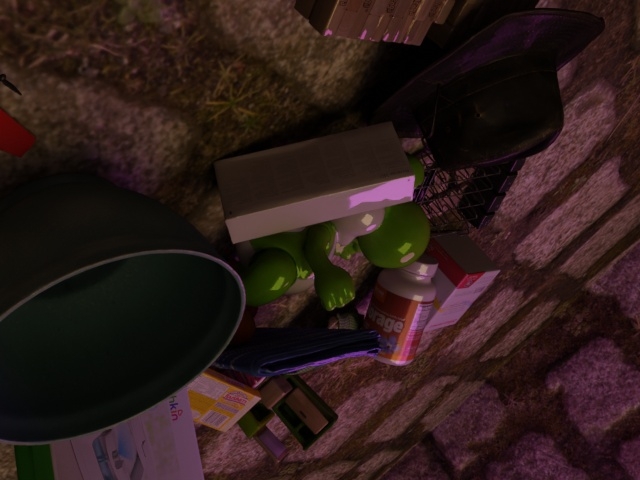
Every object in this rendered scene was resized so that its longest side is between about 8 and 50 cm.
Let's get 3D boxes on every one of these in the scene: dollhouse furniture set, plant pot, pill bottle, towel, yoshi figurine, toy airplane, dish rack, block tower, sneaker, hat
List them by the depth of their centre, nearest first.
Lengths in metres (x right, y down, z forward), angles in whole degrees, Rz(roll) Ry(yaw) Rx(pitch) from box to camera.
[{"bbox_3d":[-0.338,-0.098,0.561,0.151,0.028,0.151,-25,145,-19],"label":"toy airplane"},{"bbox_3d":[-0.257,0.052,0.679,0.293,0.196,0.293,-26,147,-19],"label":"plant pot"},{"bbox_3d":[0.123,-0.287,0.726,0.335,0.091,0.097,-8,139,-41],"label":"block tower"},{"bbox_3d":[0.233,-0.166,0.840,0.331,0.134,0.331,-16,169,-3],"label":"hat"},{"bbox_3d":[0.016,0.023,0.909,0.362,0.203,0.203,-35,150,3],"label":"yoshi figurine"},{"bbox_3d":[-0.102,0.166,0.942,0.243,0.040,0.336,-3,177,-43],"label":"towel"},{"bbox_3d":[0.208,-0.081,1.060,0.271,0.074,0.208,-12,143,-22],"label":"dish rack"},{"bbox_3d":[-0.172,0.295,1.223,0.170,0.063,0.075,-36,152,1],"label":"sneaker"},{"bbox_3d":[0.159,0.128,1.243,0.121,0.121,0.216,-1,112,-45],"label":"pill bottle"},{"bbox_3d":[0.002,0.291,1.253,0.301,0.151,0.197,-46,169,12],"label":"dollhouse furniture set"}]

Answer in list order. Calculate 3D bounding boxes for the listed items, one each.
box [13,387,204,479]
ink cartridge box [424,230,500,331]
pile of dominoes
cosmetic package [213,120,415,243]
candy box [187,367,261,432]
[{"bbox_3d":[-0.306,0.327,0.914,0.231,0.262,0.126,3,155,-47],"label":"box"},{"bbox_3d":[0.259,0.085,1.320,0.128,0.127,0.176,-4,135,-44],"label":"ink cartridge box"},{"bbox_3d":[0.200,-0.109,1.116,0.251,0.040,0.196,-24,148,-7],"label":"pile of dominoes"},{"bbox_3d":[-0.009,-0.074,0.799,0.239,0.099,0.060,-13,145,-5],"label":"cosmetic package"},{"bbox_3d":[-0.215,0.279,1.124,0.105,0.027,0.206,-46,128,10],"label":"candy box"}]
